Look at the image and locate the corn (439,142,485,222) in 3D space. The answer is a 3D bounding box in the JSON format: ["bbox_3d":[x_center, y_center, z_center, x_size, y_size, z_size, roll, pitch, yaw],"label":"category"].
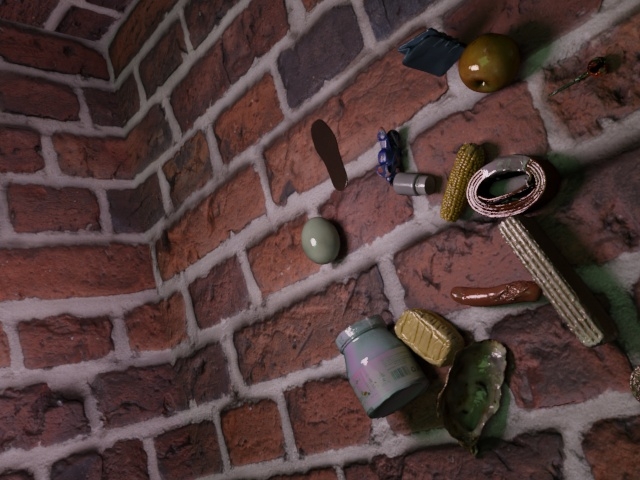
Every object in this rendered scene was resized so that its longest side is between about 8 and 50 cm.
[{"bbox_3d":[0.452,-0.185,1.884,0.091,0.091,0.260,19,107,0],"label":"corn"}]

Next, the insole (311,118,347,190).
[{"bbox_3d":[0.036,-0.345,2.342,0.111,0.007,0.328,-37,66,39],"label":"insole"}]

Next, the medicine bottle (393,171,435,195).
[{"bbox_3d":[0.321,-0.192,2.017,0.130,0.080,0.080,10,97,43],"label":"medicine bottle"}]

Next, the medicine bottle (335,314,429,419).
[{"bbox_3d":[0.202,0.428,2.029,0.245,0.245,0.290,-51,55,31],"label":"medicine bottle"}]

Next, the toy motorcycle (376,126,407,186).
[{"bbox_3d":[0.241,-0.293,2.070,0.076,0.114,0.205,1,92,45],"label":"toy motorcycle"}]

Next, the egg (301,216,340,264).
[{"bbox_3d":[0.000,0.000,2.279,0.149,0.149,0.192,-34,64,39],"label":"egg"}]

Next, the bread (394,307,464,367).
[{"bbox_3d":[0.366,0.317,1.958,0.236,0.106,0.140,36,116,38],"label":"bread"}]

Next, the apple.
[{"bbox_3d":[0.512,-0.537,1.775,0.182,0.182,0.155,10,79,43],"label":"apple"}]

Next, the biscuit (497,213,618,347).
[{"bbox_3d":[0.665,0.107,1.651,0.078,0.144,0.426,-46,58,32],"label":"biscuit"}]

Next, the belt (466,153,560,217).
[{"bbox_3d":[0.572,-0.164,1.763,0.261,0.105,0.184,-22,77,45],"label":"belt"}]

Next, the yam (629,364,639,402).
[{"bbox_3d":[0.839,0.352,1.423,0.129,0.238,0.128,-47,53,26],"label":"yam"}]

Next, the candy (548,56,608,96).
[{"bbox_3d":[0.725,-0.456,1.662,0.184,0.049,0.056,-30,62,49],"label":"candy"}]

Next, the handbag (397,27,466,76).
[{"bbox_3d":[0.363,-0.604,1.878,0.144,0.221,0.057,-32,67,41],"label":"handbag"}]

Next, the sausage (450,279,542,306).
[{"bbox_3d":[0.537,0.167,1.817,0.304,0.078,0.078,-12,82,44],"label":"sausage"}]

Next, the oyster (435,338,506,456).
[{"bbox_3d":[0.448,0.490,1.845,0.111,0.204,0.396,-129,50,-76],"label":"oyster"}]
